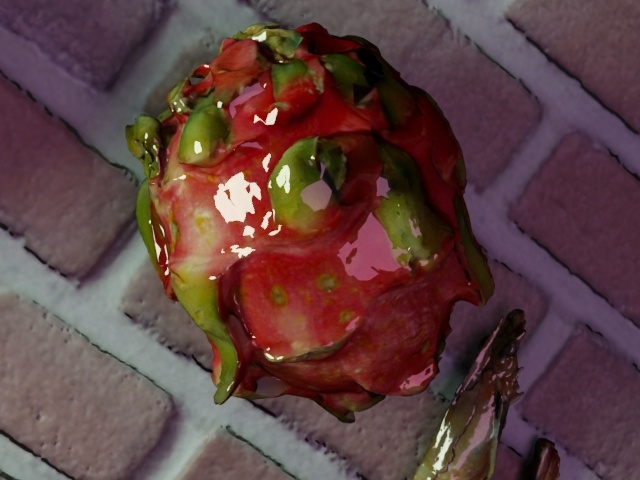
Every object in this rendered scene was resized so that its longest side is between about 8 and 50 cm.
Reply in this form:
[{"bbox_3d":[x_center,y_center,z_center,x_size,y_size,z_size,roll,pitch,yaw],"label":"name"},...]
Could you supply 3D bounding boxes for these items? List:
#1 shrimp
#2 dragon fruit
[{"bbox_3d":[0.140,0.178,1.363,0.143,0.052,0.251,11,105,-32],"label":"shrimp"},{"bbox_3d":[0.000,-0.007,1.177,0.231,0.237,0.303,-30,122,10],"label":"dragon fruit"}]
